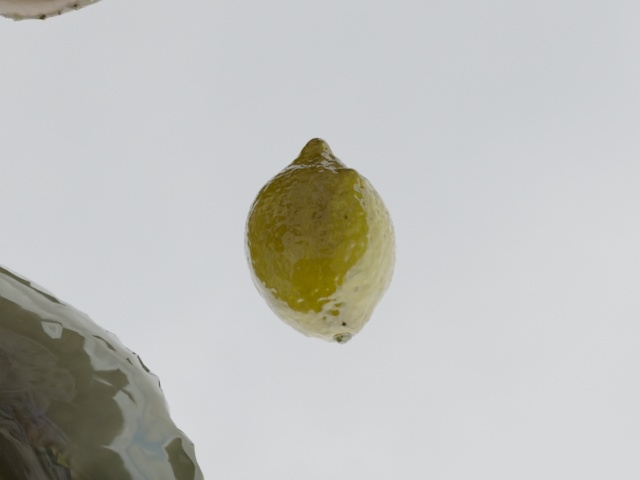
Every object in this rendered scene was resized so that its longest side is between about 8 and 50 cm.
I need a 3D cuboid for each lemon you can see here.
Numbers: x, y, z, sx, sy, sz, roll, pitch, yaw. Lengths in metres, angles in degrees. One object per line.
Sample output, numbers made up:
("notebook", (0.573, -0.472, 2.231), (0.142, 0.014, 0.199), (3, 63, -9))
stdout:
("lemon", (0.000, 0.000, 0.792), (0.065, 0.065, 0.092), (-15, -108, 25))

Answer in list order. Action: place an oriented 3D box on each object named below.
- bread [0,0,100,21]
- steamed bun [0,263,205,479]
("bread", (-0.122, -0.214, 0.947), (0.236, 0.070, 0.236), (-12, -130, 15))
("steamed bun", (-0.073, 0.197, 0.485), (0.372, 0.230, 0.325), (40, -76, 12))
